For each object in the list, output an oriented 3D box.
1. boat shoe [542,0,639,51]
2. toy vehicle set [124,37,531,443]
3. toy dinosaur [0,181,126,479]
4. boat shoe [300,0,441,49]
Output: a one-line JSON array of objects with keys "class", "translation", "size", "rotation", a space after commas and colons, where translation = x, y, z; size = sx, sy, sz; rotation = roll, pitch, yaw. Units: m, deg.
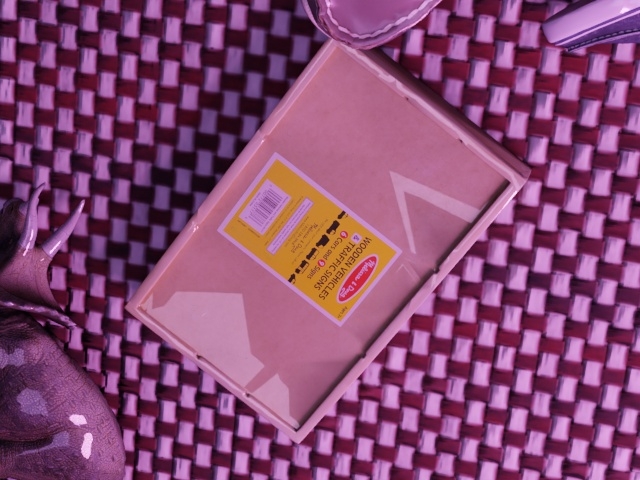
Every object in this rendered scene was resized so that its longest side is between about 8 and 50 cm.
[{"class": "boat shoe", "translation": [0.238, -0.135, 0.906], "size": [0.183, 0.065, 0.083], "rotation": [-17, 101, 17]}, {"class": "toy vehicle set", "translation": [0.000, 0.000, 1.021], "size": [0.166, 0.035, 0.267], "rotation": [39, 112, -1]}, {"class": "toy dinosaur", "translation": [-0.216, 0.131, 1.070], "size": [0.160, 0.121, 0.313], "rotation": [-18, 99, 31]}, {"class": "boat shoe", "translation": [0.093, -0.234, 0.789], "size": [0.117, 0.096, 0.324], "rotation": [32, 111, -18]}]
